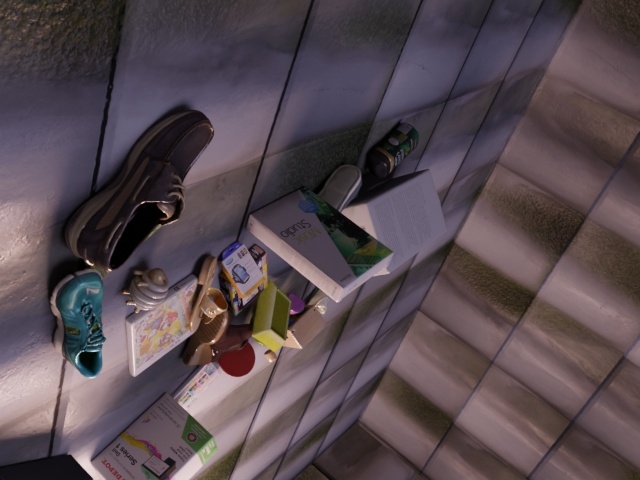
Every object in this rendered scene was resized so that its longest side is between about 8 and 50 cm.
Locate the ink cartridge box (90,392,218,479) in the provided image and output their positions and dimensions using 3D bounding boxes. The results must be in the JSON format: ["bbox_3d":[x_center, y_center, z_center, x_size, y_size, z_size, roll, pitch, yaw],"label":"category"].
[{"bbox_3d":[-0.458,0.599,1.933,0.278,0.201,0.117,-42,155,-26],"label":"ink cartridge box"}]

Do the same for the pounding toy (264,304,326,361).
[{"bbox_3d":[-0.121,0.303,2.317,0.206,0.181,0.094,-43,112,-29],"label":"pounding toy"}]

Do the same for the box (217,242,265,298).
[{"bbox_3d":[-0.208,0.073,1.813,0.081,0.028,0.136,-41,113,-29],"label":"box"}]

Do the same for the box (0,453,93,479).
[{"bbox_3d":[-0.686,0.614,1.620,0.184,0.103,0.261,-53,158,5],"label":"box"}]

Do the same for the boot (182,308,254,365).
[{"bbox_3d":[-0.262,0.249,1.943,0.207,0.090,0.248,-12,147,-48],"label":"boot"}]

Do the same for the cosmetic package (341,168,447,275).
[{"bbox_3d":[0.224,-0.060,2.238,0.453,0.161,0.230,-28,103,-52],"label":"cosmetic package"}]

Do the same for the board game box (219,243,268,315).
[{"bbox_3d":[-0.209,0.110,1.921,0.141,0.048,0.170,-44,156,-29],"label":"board game box"}]

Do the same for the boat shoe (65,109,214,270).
[{"bbox_3d":[-0.309,-0.084,1.302,0.355,0.130,0.132,-51,159,-7],"label":"boat shoe"}]

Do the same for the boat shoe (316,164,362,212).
[{"bbox_3d":[0.013,-0.081,2.001,0.319,0.116,0.099,-50,156,-24],"label":"boat shoe"}]

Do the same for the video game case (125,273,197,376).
[{"bbox_3d":[-0.390,0.212,1.729,0.206,0.026,0.227,-37,153,-37],"label":"video game case"}]

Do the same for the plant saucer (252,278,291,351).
[{"bbox_3d":[-0.136,0.221,2.087,0.188,0.045,0.188,54,40,-61],"label":"plant saucer"}]

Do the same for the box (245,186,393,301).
[{"bbox_3d":[0.000,0.000,1.810,0.232,0.322,0.058,-32,153,-45],"label":"box"}]

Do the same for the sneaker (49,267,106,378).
[{"bbox_3d":[-0.461,0.164,1.378,0.107,0.110,0.275,-24,144,-35],"label":"sneaker"}]

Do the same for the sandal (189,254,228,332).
[{"bbox_3d":[-0.271,0.151,1.760,0.088,0.079,0.240,-64,171,-59],"label":"sandal"}]

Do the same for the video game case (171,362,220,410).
[{"bbox_3d":[-0.376,0.437,2.110,0.157,0.019,0.143,-46,157,-16],"label":"video game case"}]

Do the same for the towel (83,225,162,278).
[{"bbox_3d":[-0.376,-0.020,1.412,0.237,0.021,0.102,-44,158,-23],"label":"towel"}]

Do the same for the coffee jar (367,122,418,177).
[{"bbox_3d":[0.226,-0.280,2.187,0.184,0.079,0.096,-44,157,-23],"label":"coffee jar"}]

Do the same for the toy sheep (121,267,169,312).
[{"bbox_3d":[-0.379,0.109,1.523,0.132,0.091,0.091,-49,163,29],"label":"toy sheep"}]

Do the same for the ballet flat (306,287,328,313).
[{"bbox_3d":[-0.028,0.252,2.466,0.248,0.086,0.086,-47,158,-17],"label":"ballet flat"}]

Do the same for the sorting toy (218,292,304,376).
[{"bbox_3d":[-0.201,0.298,2.196,0.365,0.127,0.126,-41,-175,-35],"label":"sorting toy"}]
